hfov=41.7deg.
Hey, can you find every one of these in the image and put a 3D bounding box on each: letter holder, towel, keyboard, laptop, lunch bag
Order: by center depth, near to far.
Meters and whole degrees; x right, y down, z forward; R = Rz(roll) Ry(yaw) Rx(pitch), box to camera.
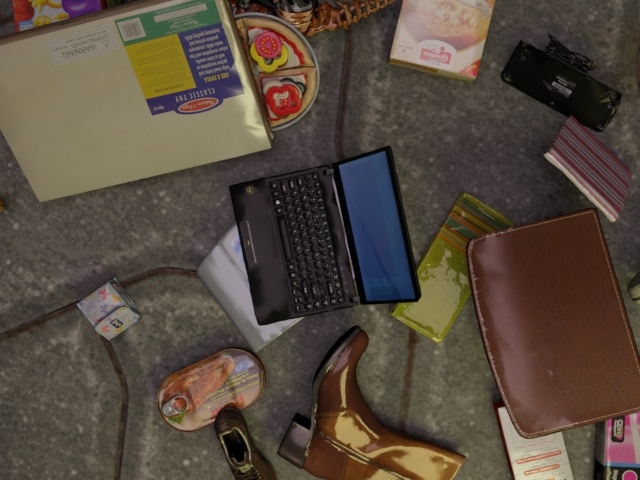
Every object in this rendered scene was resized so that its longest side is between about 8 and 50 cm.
[{"bbox_3d":[0.336,0.129,1.278,0.214,0.152,0.302,-14,82,-3],"label":"letter holder"},{"bbox_3d":[0.000,0.000,1.284,0.264,0.136,0.234,-11,90,4],"label":"laptop"},{"bbox_3d":[0.410,-0.111,1.286,0.144,0.197,0.029,44,125,1],"label":"towel"},{"bbox_3d":[0.398,-0.262,1.361,0.192,0.038,0.100,29,116,1],"label":"keyboard"},{"bbox_3d":[0.216,0.045,1.380,0.102,0.021,0.237,31,94,3],"label":"towel"},{"bbox_3d":[-0.351,0.116,1.403,0.071,0.053,0.083,-33,98,5],"label":"lunch bag"}]

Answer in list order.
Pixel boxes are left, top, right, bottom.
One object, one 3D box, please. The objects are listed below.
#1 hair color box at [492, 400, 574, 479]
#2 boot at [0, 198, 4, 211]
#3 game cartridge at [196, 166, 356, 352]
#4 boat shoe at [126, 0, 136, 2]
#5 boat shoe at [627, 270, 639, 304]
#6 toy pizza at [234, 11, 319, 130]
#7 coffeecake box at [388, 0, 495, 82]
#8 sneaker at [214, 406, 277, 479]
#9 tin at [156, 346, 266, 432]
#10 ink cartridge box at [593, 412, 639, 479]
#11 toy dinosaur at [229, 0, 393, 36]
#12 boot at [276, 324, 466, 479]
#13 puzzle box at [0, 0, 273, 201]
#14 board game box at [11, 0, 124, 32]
[{"bbox_3d":[0.347,0.337,1.365,0.093,0.053,0.167,-14,89,2],"label":"hair color box"},{"bbox_3d":[-0.642,-0.172,1.387,0.295,0.104,0.211,16,93,7],"label":"boot"},{"bbox_3d":[-0.047,0.021,1.381,0.297,0.062,0.198,-37,93,4],"label":"game cartridge"},{"bbox_3d":[-0.229,-0.440,1.386,0.206,0.075,0.065,-28,133,-1],"label":"boat shoe"},{"bbox_3d":[0.716,0.011,1.270,0.500,0.187,0.156,-21,84,-1],"label":"boat shoe"},{"bbox_3d":[-0.102,-0.262,1.339,0.201,0.032,0.201,4,123,6],"label":"toy pizza"},{"bbox_3d":[0.199,-0.361,1.346,0.142,0.068,0.185,13,93,2],"label":"coffeecake box"},{"bbox_3d":[-0.126,0.365,1.370,0.066,0.071,0.188,-25,104,6],"label":"sneaker"},{"bbox_3d":[-0.181,0.249,1.404,0.189,0.040,0.106,-24,86,4],"label":"tin"},{"bbox_3d":[0.631,0.358,1.345,0.371,0.069,0.176,2,92,1],"label":"ink cartridge box"},{"bbox_3d":[-0.053,-0.396,1.346,0.322,0.164,0.218,-5,107,-14],"label":"toy dinosaur"},{"bbox_3d":[0.105,0.303,1.358,0.280,0.096,0.264,26,93,2],"label":"boot"},{"bbox_3d":[-0.304,-0.223,1.309,0.409,0.052,0.272,-12,124,7],"label":"puzzle box"},{"bbox_3d":[-0.409,-0.447,1.344,0.144,0.142,0.275,-7,91,4],"label":"board game box"}]
